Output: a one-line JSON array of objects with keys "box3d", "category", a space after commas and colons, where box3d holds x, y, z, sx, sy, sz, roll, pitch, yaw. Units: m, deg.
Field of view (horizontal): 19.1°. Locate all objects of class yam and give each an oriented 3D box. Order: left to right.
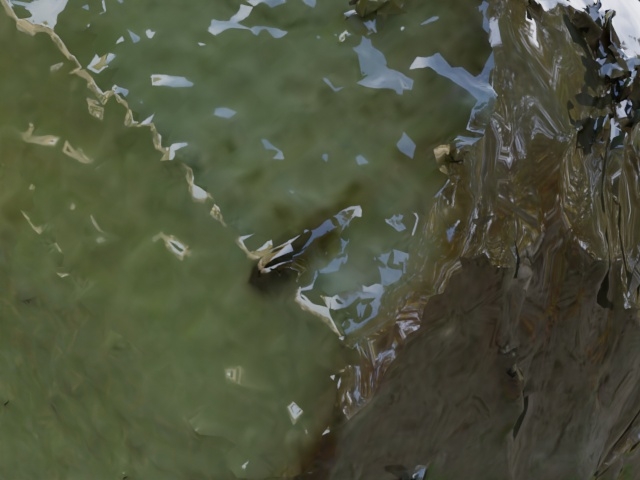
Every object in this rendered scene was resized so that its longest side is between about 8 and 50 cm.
[{"box3d": [0.004, -0.002, 0.479, 0.202, 0.201, 0.271, 34, 19, 27], "category": "yam"}]
